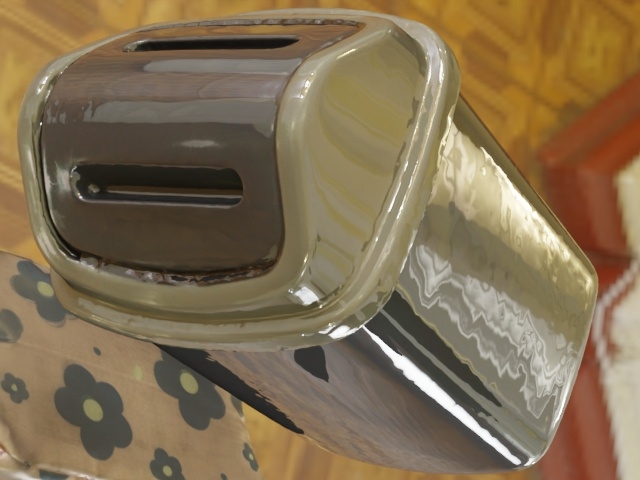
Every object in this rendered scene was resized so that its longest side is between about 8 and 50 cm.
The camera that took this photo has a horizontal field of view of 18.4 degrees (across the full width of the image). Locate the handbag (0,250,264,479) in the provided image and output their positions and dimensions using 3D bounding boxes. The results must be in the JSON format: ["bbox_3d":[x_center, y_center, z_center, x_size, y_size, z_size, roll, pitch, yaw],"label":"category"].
[{"bbox_3d":[-0.188,0.139,1.309,0.251,0.193,0.190,22,38,-40],"label":"handbag"}]

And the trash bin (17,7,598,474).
[{"bbox_3d":[0.000,0.000,0.999,0.290,0.209,0.182,42,59,-46],"label":"trash bin"}]
